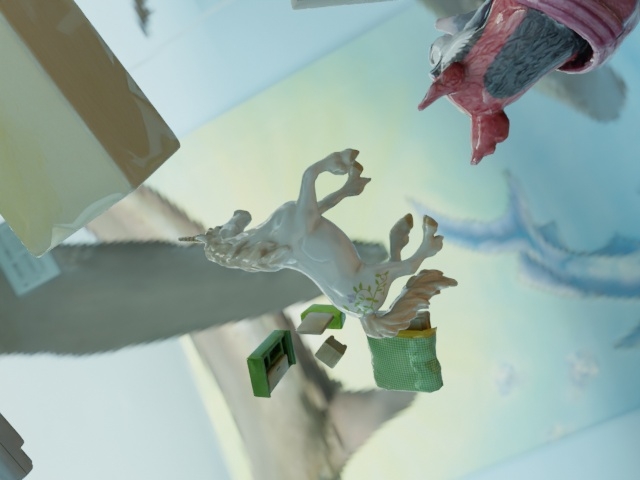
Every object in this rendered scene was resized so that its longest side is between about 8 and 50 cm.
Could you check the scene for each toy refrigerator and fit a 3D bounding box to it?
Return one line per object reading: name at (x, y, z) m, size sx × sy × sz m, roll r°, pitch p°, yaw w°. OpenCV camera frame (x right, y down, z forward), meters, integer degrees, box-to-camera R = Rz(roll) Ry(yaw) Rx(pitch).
toy refrigerator at (-0.213, -0.129, 0.928) m, size 0.269 × 0.094 × 0.102 m, roll 54°, pitch -160°, yaw -10°

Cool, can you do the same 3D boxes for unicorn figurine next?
unicorn figurine at (0.000, 0.000, 0.949) m, size 0.162 × 0.111 × 0.060 m, roll 40°, pitch 170°, yaw 15°

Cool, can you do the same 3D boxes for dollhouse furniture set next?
dollhouse furniture set at (0.020, 0.098, 1.231) m, size 0.058 × 0.152 × 0.076 m, roll -50°, pitch -45°, yaw -57°

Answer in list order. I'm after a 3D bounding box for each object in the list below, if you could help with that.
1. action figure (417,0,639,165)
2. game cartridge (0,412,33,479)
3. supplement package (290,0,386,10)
action figure at (0.175, -0.201, 0.850) m, size 0.370 × 0.276 × 0.248 m, roll -65°, pitch -29°, yaw -10°
game cartridge at (-0.440, 0.209, 1.648) m, size 0.198 × 0.297 × 0.062 m, roll 48°, pitch -126°, yaw -10°
supplement package at (0.040, -0.296, 1.020) m, size 0.139 × 0.134 × 0.244 m, roll -38°, pitch -59°, yaw -50°
